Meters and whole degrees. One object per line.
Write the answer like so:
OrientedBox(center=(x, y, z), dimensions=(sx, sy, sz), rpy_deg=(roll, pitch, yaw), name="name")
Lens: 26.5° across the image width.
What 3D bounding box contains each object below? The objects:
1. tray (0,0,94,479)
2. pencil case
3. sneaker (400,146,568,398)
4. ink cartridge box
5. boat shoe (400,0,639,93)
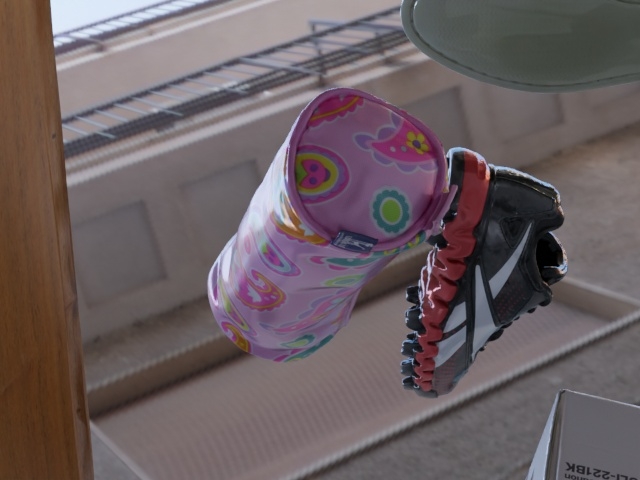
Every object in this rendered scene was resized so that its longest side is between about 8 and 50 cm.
OrientedBox(center=(-0.147, 0.049, 0.387), dimensions=(0.203, 0.076, 0.411), rpy_deg=(-56, -24, -48), name="tray")
OrientedBox(center=(0.000, 0.000, 0.978), dimensions=(0.124, 0.284, 0.124), rpy_deg=(6, -112, -15), name="pencil case")
OrientedBox(center=(0.146, 0.045, 1.213), dimensions=(0.135, 0.098, 0.276), rpy_deg=(8, -50, -2), name="sneaker")
OrientedBox(center=(0.252, 0.260, 1.098), dimensions=(0.197, 0.114, 0.273), rpy_deg=(13, -43, 4), name="ink cartridge box")
OrientedBox(center=(0.234, -0.205, 1.125), dimensions=(0.340, 0.113, 0.127), rpy_deg=(-3, -48, 2), name="boat shoe")
